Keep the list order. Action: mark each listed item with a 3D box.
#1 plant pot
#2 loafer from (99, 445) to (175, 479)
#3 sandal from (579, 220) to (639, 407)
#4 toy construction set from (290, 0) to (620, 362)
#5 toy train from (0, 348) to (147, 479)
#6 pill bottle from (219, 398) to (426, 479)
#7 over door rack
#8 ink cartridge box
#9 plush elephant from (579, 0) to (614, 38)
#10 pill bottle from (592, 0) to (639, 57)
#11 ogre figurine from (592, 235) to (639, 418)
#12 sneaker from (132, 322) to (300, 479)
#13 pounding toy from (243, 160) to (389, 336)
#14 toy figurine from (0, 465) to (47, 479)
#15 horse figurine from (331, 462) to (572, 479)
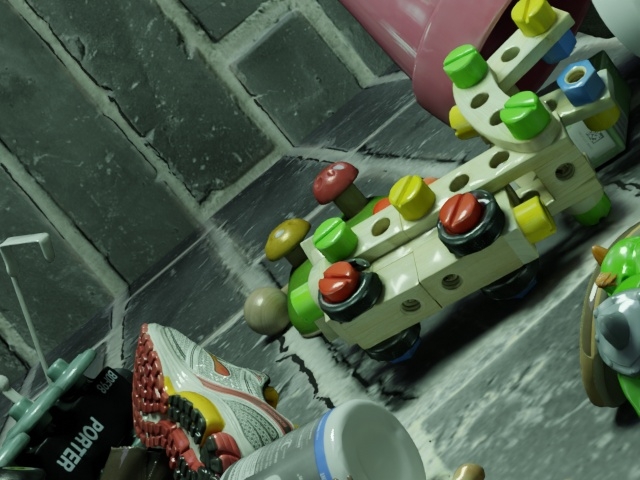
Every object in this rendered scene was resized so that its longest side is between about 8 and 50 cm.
[{"bbox_3d":[0.117,-0.222,1.071,0.201,0.180,0.201,-42,-24,-23],"label":"plant pot"},{"bbox_3d":[-0.156,0.206,1.005,0.220,0.078,0.080,-45,11,-30],"label":"loafer"},{"bbox_3d":[0.195,0.016,0.629,0.180,0.072,0.049,-39,30,-24],"label":"sandal"},{"bbox_3d":[0.085,-0.024,0.933,0.327,0.151,0.215,-43,32,27],"label":"toy construction set"},{"bbox_3d":[-0.268,0.237,1.155,0.190,0.142,0.334,-46,7,21],"label":"toy train"},{"bbox_3d":[-0.012,0.153,0.711,0.137,0.078,0.078,-34,11,33],"label":"pill bottle"},{"bbox_3d":[-0.366,0.177,1.300,0.108,0.324,0.239,5,26,14],"label":"over door rack"},{"bbox_3d":[0.169,-0.066,1.100,0.235,0.056,0.171,-33,12,26],"label":"ink cartridge box"},{"bbox_3d":[0.310,-0.299,1.160,0.330,0.272,0.255,-3,-64,-49],"label":"plush elephant"},{"bbox_3d":[0.352,-0.253,0.851,0.334,0.188,0.188,-28,15,50],"label":"pill bottle"},{"bbox_3d":[0.170,0.030,0.466,0.197,0.118,0.097,-42,10,-18],"label":"ogre figurine"},{"bbox_3d":[-0.087,0.132,0.946,0.092,0.088,0.225,-1,22,-28],"label":"sneaker"},{"bbox_3d":[0.000,0.000,1.239,0.183,0.110,0.237,-48,12,-27],"label":"pounding toy"},{"bbox_3d":[-0.253,0.279,0.837,0.213,0.148,0.209,-33,12,32],"label":"toy figurine"},{"bbox_3d":[0.034,0.168,0.505,0.174,0.066,0.263,-43,10,-17],"label":"horse figurine"}]
